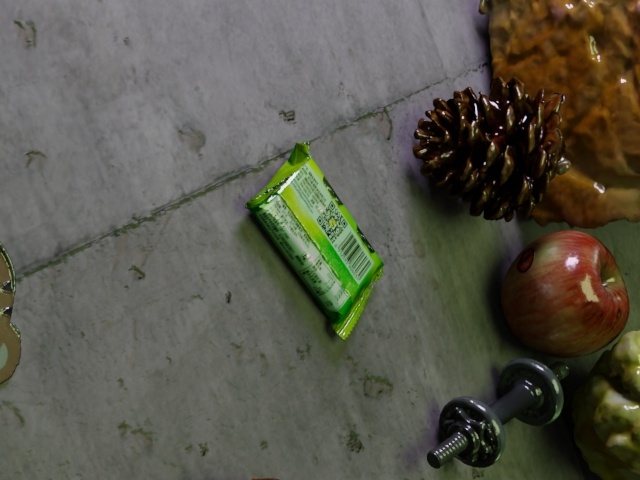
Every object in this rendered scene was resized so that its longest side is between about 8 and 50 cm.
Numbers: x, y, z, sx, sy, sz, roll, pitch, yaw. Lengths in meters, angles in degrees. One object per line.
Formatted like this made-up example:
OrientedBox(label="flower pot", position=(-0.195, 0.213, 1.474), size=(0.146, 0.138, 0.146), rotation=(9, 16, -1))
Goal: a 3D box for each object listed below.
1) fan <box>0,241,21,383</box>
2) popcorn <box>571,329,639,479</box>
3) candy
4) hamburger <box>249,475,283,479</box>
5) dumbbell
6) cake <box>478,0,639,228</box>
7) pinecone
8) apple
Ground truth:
OrientedBox(label="fan", position=(-0.296, 0.003, 0.942), size=(0.153, 0.008, 0.226), rotation=(2, 82, -43))
OrientedBox(label="popcorn", position=(0.404, 0.198, 1.424), size=(0.255, 0.256, 0.195), rotation=(36, 46, -25))
OrientedBox(label="candy", position=(-0.001, 0.000, 1.217), size=(0.178, 0.032, 0.102), rotation=(55, 53, -24))
OrientedBox(label="hamburger", position=(-0.038, 0.311, 1.043), size=(0.237, 0.147, 0.236), rotation=(23, 55, -36))
OrientedBox(label="dumbbell", position=(0.195, 0.184, 1.339), size=(0.254, 0.082, 0.081), rotation=(-25, 100, -44))
OrientedBox(label="cake", position=(0.395, -0.187, 1.465), size=(0.307, 0.293, 0.314), rotation=(-14, 98, -43))
OrientedBox(label="pinecone", position=(0.183, -0.099, 1.340), size=(0.174, 0.174, 0.173), rotation=(10, 75, -43))
OrientedBox(label="apple", position=(0.275, 0.064, 1.410), size=(0.146, 0.131, 0.146), rotation=(30, 49, -40))
